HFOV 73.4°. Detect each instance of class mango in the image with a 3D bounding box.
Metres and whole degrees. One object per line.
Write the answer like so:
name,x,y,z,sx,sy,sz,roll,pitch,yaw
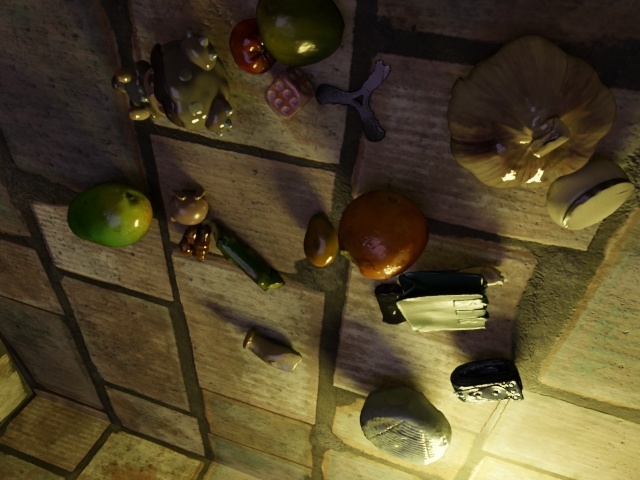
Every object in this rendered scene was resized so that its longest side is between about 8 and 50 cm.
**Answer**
mango,-0.732,-0.079,1.478,0.381,0.201,0.225,-12,129,31
mango,0.004,0.003,1.315,0.111,0.089,0.163,20,121,8

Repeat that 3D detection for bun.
bun,0.590,-0.112,0.970,0.172,0.120,0.173,-14,142,-11
bun,0.319,0.673,1.608,0.353,0.194,0.355,12,131,15

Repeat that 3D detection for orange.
orange,0.163,-0.017,1.143,0.239,0.240,0.240,11,127,14

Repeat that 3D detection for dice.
dice,-0.077,-0.368,1.074,0.093,0.091,0.094,44,127,-13

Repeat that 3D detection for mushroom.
mushroom,-0.196,0.446,1.715,0.246,0.096,0.108,25,155,7

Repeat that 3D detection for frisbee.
frisbee,0.110,-0.357,1.060,0.211,0.012,0.187,39,128,-8

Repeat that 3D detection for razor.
razor,0.232,0.206,1.392,0.089,0.054,0.148,-4,124,24

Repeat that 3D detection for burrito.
burrito,0.413,0.108,1.239,0.225,0.061,0.087,-6,167,25

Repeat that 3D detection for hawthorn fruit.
hawthorn fruit,-0.157,-0.470,1.024,0.125,0.140,0.125,-8,147,-5

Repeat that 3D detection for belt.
belt,0.537,0.450,1.406,0.217,0.122,0.129,-18,114,24

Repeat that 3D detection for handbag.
handbag,0.352,0.177,1.221,0.238,0.090,0.326,-4,152,19

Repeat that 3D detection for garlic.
garlic,0.423,-0.246,0.893,0.321,0.241,0.322,29,146,22

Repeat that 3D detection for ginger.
ginger,-0.435,-0.004,1.499,0.103,0.073,0.162,17,124,-8

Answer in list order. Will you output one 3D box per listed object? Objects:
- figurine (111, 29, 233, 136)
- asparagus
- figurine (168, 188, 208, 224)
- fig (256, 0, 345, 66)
figurine,-0.388,-0.396,1.127,0.380,0.203,0.249,7,121,32
asparagus,-0.262,0.063,1.472,0.343,0.085,0.082,44,152,-15
figurine,-0.428,-0.110,1.392,0.125,0.125,0.138,27,142,1
fig,-0.042,-0.470,0.932,0.190,0.181,0.181,8,129,-6
